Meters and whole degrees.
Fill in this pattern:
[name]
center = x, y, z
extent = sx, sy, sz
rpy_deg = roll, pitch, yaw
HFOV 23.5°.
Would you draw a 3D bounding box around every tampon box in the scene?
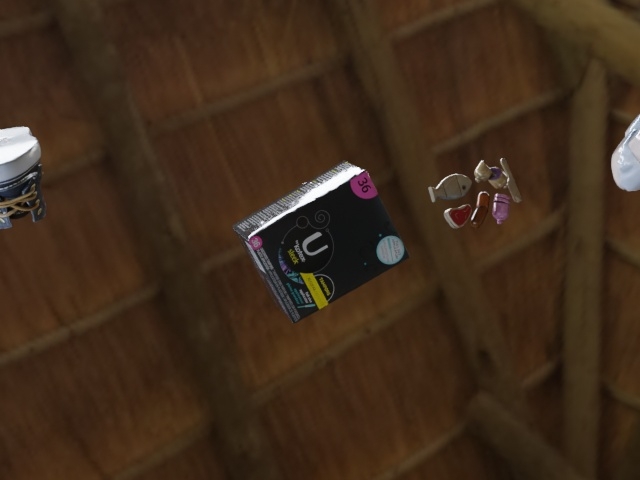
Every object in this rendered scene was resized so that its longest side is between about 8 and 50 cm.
[tampon box]
center = 0.000, 0.000, 1.806
extent = 0.161, 0.120, 0.101
rpy_deg = -31, -164, -7

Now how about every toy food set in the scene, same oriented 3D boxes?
[toy food set]
center = 0.186, -0.050, 1.782
extent = 0.122, 0.019, 0.078
rpy_deg = -27, -82, -32

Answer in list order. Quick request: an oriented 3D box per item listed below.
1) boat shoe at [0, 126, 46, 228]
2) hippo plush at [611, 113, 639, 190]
[boat shoe]
center = -0.271, -0.048, 1.362
extent = 0.065, 0.083, 0.183
rpy_deg = -12, -167, -5
[hippo plush]
center = 0.548, -0.132, 2.000
extent = 0.236, 0.294, 0.234
rpy_deg = 39, -178, 2
